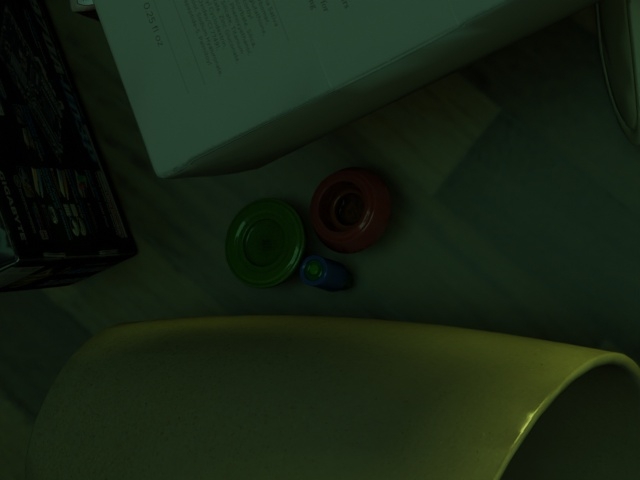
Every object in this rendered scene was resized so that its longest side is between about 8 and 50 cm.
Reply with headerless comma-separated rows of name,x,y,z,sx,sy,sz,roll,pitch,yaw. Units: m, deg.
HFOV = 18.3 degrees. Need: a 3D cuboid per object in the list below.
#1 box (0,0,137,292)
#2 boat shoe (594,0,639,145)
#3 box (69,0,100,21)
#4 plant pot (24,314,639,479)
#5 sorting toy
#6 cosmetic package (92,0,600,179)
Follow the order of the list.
box,-0.185,-0.083,1.077,0.051,0.175,0.220,-22,86,14
boat shoe,0.189,-0.193,0.977,0.099,0.116,0.319,-10,127,-4
box,-0.007,-0.197,1.066,0.257,0.122,0.128,-9,87,12
plant pot,-0.007,0.140,1.021,0.274,0.256,0.256,18,93,27
sorting toy,0.000,0.000,1.111,0.102,0.042,0.061,-23,69,23
cosmetic package,-0.009,-0.254,0.913,0.284,0.097,0.377,-24,82,33
